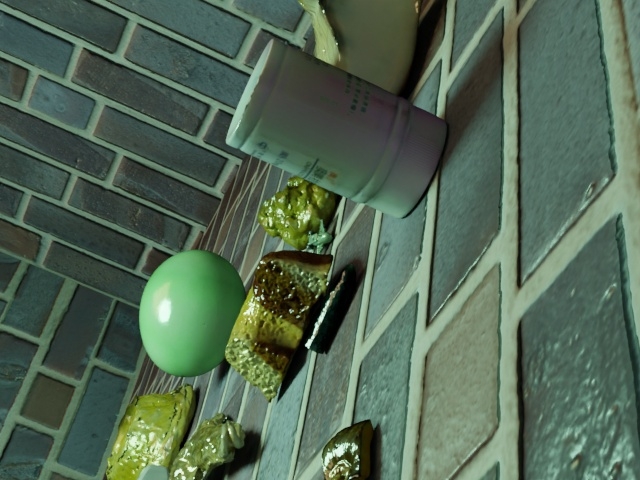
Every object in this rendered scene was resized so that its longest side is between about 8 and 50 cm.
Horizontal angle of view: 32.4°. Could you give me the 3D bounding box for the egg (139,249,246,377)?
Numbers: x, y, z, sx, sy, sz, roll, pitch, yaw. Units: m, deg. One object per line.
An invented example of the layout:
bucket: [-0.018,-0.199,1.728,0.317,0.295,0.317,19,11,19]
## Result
egg: [-0.267,0.152,2.297,0.220,0.220,0.269,155,132,-74]

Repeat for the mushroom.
mushroom: [0.032,-0.263,1.892,0.397,0.224,0.313,116,157,-70]

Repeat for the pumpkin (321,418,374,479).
pumpkin: [0.032,0.238,1.172,0.073,0.035,0.101,-46,16,31]

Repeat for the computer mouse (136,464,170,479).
computer mouse: [-0.356,0.560,2.140,0.184,0.121,0.297,-56,-1,14]

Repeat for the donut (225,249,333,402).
donut: [-0.058,0.089,1.662,0.151,0.112,0.295,-71,5,-49]

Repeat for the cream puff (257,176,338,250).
cream puff: [-0.042,-0.058,1.949,0.146,0.116,0.146,-157,90,-83]

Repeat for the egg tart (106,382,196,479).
egg tart: [-0.403,0.477,2.518,0.345,0.132,0.345,-158,90,-78]

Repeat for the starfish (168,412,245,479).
starfish: [-0.220,0.420,1.851,0.324,0.082,0.432,-65,10,-4]

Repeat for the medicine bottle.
medicine bottle: [0.021,-0.143,1.435,0.152,0.254,0.152,-61,11,22]

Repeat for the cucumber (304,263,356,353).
cucumber: [0.019,0.094,1.541,0.133,0.032,0.032,-64,11,5]

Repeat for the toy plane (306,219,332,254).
toy plane: [-0.003,-0.001,1.844,0.083,0.033,0.080,144,137,-69]
